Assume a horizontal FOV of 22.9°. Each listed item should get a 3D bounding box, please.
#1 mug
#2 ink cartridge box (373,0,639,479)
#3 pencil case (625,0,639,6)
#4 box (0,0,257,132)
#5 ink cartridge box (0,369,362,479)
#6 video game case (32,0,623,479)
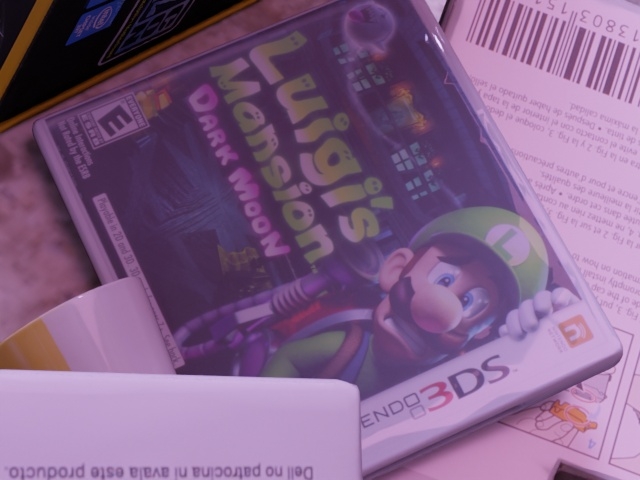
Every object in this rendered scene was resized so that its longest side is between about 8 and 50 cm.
[{"bbox_3d":[-0.084,0.059,0.574,0.064,0.078,0.062,60,15,6],"label":"mug"},{"bbox_3d":[0.159,0.042,0.689,0.296,0.066,0.261,21,73,-2],"label":"ink cartridge box"},{"bbox_3d":[0.329,-0.037,0.840,0.410,0.160,0.183,35,34,-8],"label":"pencil case"},{"bbox_3d":[-0.014,-0.202,0.617,0.079,0.322,0.257,49,45,8],"label":"box"},{"bbox_3d":[-0.100,0.170,0.364,0.201,0.117,0.278,5,80,-31],"label":"ink cartridge box"},{"bbox_3d":[0.000,0.000,0.631,0.173,0.022,0.190,-23,70,-11],"label":"video game case"}]
